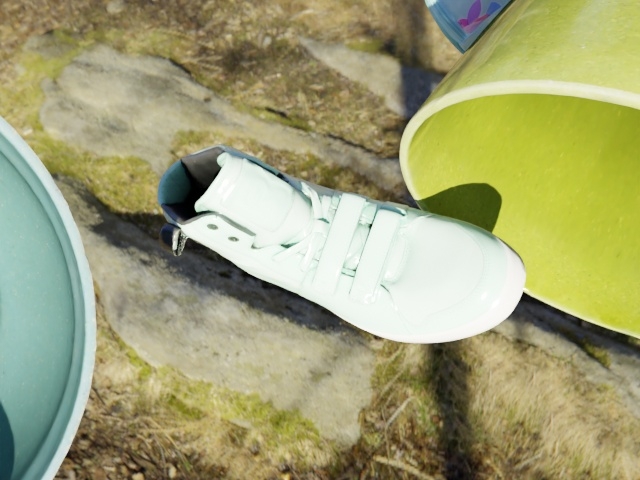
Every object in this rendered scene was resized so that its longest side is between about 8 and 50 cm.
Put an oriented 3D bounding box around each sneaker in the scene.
[{"bbox_3d":[-0.001,0.000,0.465,0.256,0.151,0.094,11,77,34],"label":"sneaker"}]

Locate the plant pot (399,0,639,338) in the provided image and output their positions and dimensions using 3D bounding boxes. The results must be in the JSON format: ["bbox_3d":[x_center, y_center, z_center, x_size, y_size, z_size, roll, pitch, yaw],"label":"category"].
[{"bbox_3d":[0.241,-0.120,0.451,0.275,0.275,0.293,23,72,24],"label":"plant pot"}]

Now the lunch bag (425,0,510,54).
[{"bbox_3d":[0.241,-0.232,0.718,0.108,0.279,0.224,-36,27,40],"label":"lunch bag"}]

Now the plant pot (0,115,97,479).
[{"bbox_3d":[-0.284,0.047,0.383,0.293,0.196,0.293,1,88,-20],"label":"plant pot"}]
